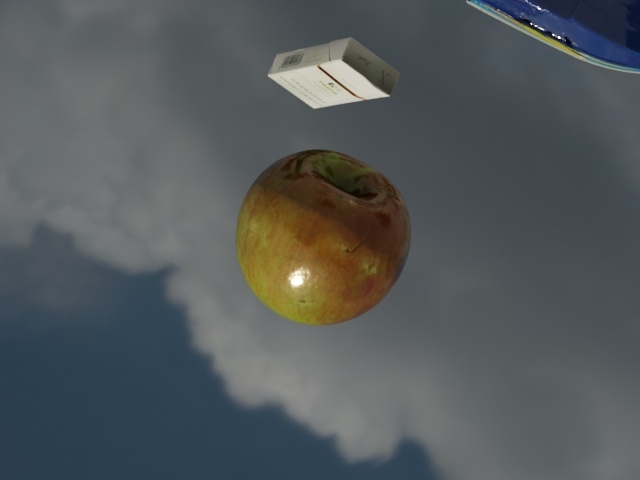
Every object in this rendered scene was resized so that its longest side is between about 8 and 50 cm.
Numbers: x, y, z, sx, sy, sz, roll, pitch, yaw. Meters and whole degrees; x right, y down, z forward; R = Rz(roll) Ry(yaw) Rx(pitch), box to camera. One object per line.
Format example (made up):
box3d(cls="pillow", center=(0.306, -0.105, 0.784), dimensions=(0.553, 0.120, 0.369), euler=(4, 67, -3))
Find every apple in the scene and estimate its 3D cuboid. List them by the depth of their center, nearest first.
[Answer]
box3d(cls="apple", center=(0.000, 0.000, 1.652), dimensions=(0.196, 0.196, 0.196), euler=(21, -141, -18))

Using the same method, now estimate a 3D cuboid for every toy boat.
box3d(cls="toy boat", center=(0.337, -0.291, 1.928), dimensions=(0.295, 0.088, 0.129), euler=(28, -109, 5))

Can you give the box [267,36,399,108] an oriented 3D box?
box3d(cls="box", center=(0.014, -0.202, 1.839), dimensions=(0.084, 0.154, 0.040), euler=(35, -112, -30))
